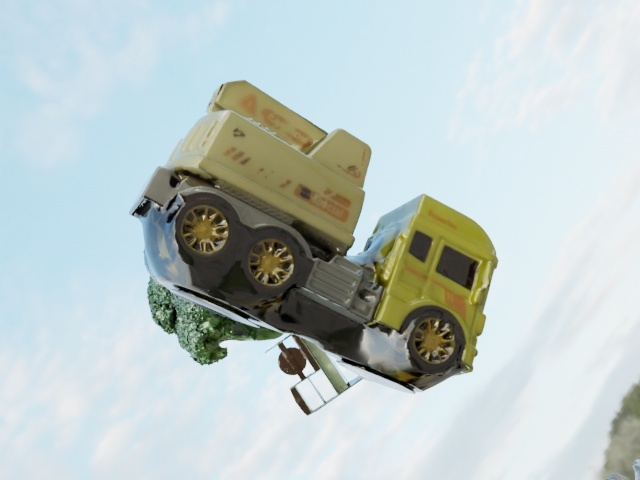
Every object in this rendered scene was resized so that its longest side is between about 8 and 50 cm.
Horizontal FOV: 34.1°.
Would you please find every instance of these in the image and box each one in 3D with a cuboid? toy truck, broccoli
[{"bbox_3d":[0.000,0.000,1.172,0.254,0.405,0.180,-66,13,-16],"label":"toy truck"},{"bbox_3d":[-0.122,0.031,1.508,0.294,0.265,0.245,-45,-65,0],"label":"broccoli"}]

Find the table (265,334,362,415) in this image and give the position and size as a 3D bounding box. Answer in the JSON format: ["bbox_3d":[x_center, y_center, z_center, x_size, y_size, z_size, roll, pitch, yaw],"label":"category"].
[{"bbox_3d":[0.007,0.219,1.962,0.175,0.146,0.062,-34,1,2],"label":"table"}]

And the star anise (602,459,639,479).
[{"bbox_3d":[0.600,0.471,1.851,0.331,0.331,0.118,-34,-69,-43],"label":"star anise"}]
